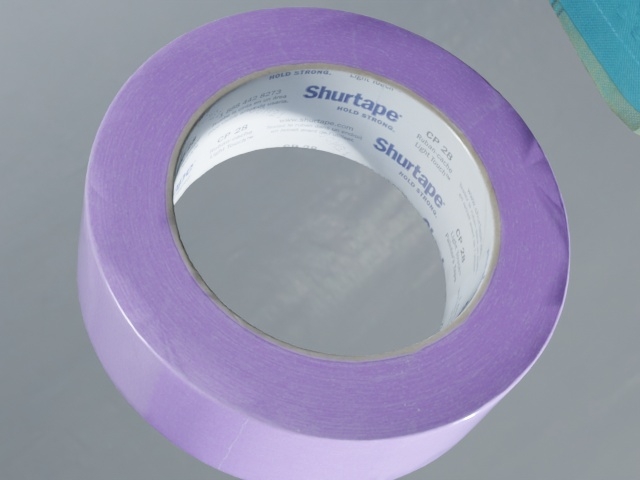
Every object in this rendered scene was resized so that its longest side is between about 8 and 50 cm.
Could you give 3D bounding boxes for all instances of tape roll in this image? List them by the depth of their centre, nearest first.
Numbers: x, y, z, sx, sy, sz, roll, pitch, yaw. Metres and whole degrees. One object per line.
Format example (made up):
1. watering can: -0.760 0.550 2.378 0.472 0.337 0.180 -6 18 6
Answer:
1. tape roll: 0.000 0.000 0.713 0.275 0.275 0.090 -17 158 -23

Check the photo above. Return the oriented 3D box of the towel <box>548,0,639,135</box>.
1. towel: 0.213 -0.259 0.568 0.040 0.271 0.370 0 145 -39
